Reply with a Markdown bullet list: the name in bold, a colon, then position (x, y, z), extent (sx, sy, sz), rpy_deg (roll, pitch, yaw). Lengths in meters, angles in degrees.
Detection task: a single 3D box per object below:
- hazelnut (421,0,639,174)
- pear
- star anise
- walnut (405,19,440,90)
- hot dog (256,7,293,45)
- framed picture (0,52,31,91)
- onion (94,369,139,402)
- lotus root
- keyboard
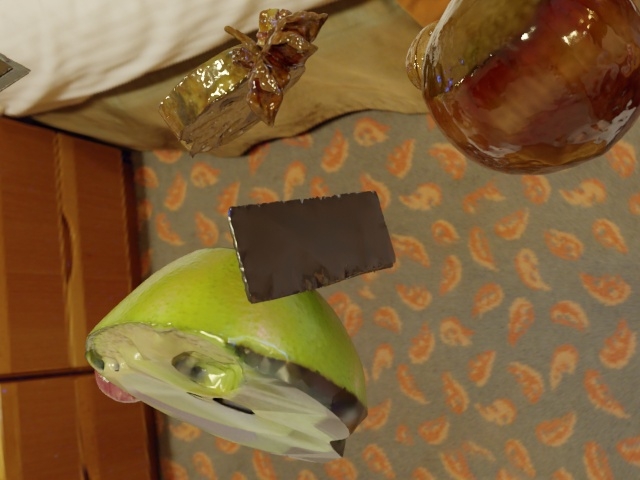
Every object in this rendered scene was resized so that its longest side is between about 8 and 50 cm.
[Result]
- **hazelnut**: position (0.388, -0.303, 1.428), extent (0.420, 0.353, 0.421), rpy_deg (11, 120, 20)
- **pear**: position (-0.105, 0.140, 1.053), extent (0.398, 0.399, 0.165), rpy_deg (4, 58, 29)
- **star anise**: position (-0.078, -0.293, 1.281), extent (0.212, 0.111, 0.196), rpy_deg (-17, 67, 37)
- **walnut**: position (0.291, -0.438, 1.881), extent (0.167, 0.167, 0.207), rpy_deg (17, 58, 29)
- **hot dog**: position (-0.111, -0.512, 2.105), extent (0.103, 0.146, 0.213), rpy_deg (45, 133, 53)
- **framed picture**: position (-0.510, -0.210, 0.927), extent (0.231, 0.293, 0.018), rpy_deg (28, 119, -8)
- **onion**: position (-0.430, 0.296, 1.813), extent (0.177, 0.177, 0.154), rpy_deg (-4, 98, 28)
- **lotus root**: position (-0.204, -0.346, 1.882), extent (0.374, 0.390, 0.111), rpy_deg (-28, 83, -16)
- **keyboard**: position (-0.001, 0.001, 0.639), extent (0.015, 0.196, 0.074), rpy_deg (-22, 83, 37)
